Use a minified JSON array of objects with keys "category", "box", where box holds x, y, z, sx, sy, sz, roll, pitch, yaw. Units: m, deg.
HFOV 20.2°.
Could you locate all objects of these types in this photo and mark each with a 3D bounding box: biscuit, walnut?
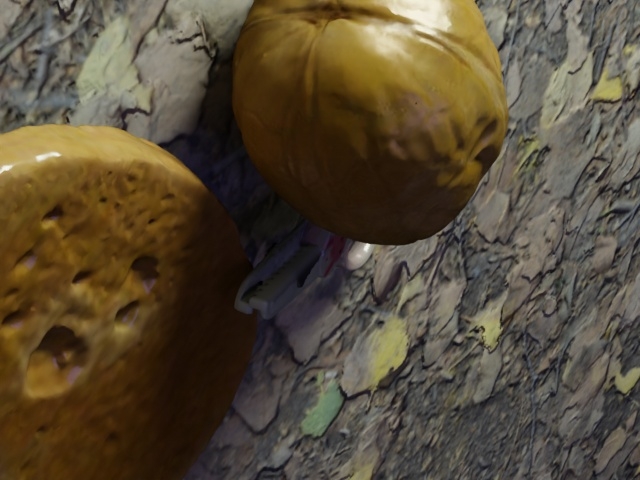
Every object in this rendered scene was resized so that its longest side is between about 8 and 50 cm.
[{"category":"biscuit","box":[-0.190,0.098,1.153,0.365,0.062,0.385,-58,150,-7]},{"category":"walnut","box":[0.035,-0.099,1.209,0.193,0.193,0.226,-58,157,-4]}]

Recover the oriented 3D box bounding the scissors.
[{"category":"scissors","box":[0.000,0.000,1.313,0.242,0.031,0.118,-45,150,-56]}]
